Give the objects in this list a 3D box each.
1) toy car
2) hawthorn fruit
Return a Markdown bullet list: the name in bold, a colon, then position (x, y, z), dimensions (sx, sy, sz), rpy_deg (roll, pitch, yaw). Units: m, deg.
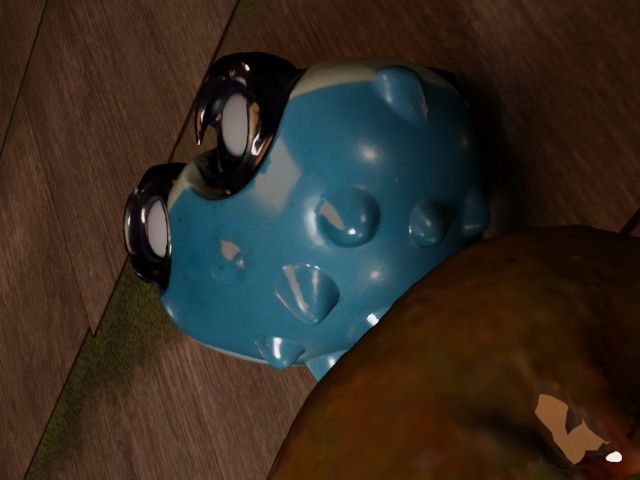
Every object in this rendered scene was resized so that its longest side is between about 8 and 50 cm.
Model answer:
- **toy car**: position (0.000, 0.000, 0.707), dimensions (0.255, 0.188, 0.190), rpy_deg (-44, 57, 44)
- **hawthorn fruit**: position (0.122, 0.145, 0.438), dimensions (0.267, 0.301, 0.268), rpy_deg (-6, 67, 15)
